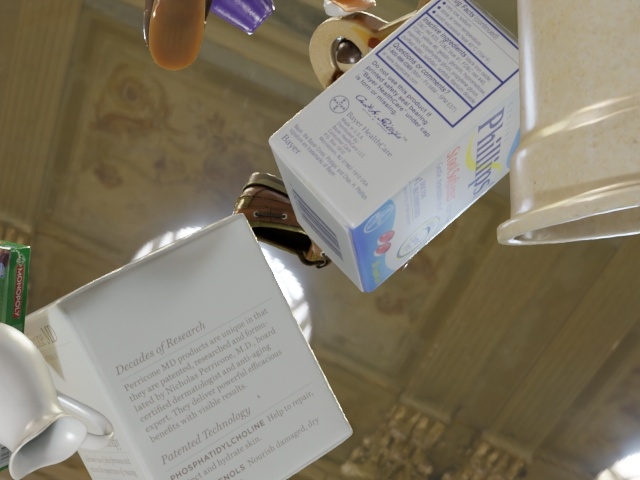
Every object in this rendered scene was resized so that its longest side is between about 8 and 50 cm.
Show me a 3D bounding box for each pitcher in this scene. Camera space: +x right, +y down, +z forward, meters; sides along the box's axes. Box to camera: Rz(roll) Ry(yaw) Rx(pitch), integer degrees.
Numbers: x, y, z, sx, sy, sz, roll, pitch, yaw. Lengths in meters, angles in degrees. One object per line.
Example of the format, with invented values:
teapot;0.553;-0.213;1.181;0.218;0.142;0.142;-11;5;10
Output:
pitcher;-0.364;0.192;1.332;0.207;0.125;0.178;39;-167;29

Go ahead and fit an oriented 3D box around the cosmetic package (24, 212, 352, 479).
cosmetic package;-0.226;0.217;1.714;0.327;0.329;0.393;-29;-86;-29

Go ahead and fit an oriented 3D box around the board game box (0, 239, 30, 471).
board game box;-0.515;0.145;1.509;0.214;0.317;0.046;12;-169;22

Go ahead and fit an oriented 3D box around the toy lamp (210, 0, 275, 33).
toy lamp;-0.169;-0.368;1.333;0.275;0.080;0.080;45;-142;-12

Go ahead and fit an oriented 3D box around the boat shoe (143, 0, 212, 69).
boat shoe;-0.127;-0.267;1.026;0.073;0.207;0.073;13;-146;-18

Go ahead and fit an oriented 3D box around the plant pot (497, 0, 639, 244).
plant pot;0.269;-0.173;0.758;0.334;0.334;0.305;-5;-96;-32

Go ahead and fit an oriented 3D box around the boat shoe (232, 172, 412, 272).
boat shoe;0.000;0.000;1.788;0.307;0.110;0.104;21;-125;0

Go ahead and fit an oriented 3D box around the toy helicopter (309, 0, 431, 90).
toy helicopter;0.095;-0.303;1.589;0.140;0.355;0.235;-32;-82;-32

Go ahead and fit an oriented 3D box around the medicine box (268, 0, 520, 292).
medicine box;0.105;-0.111;1.303;0.289;0.263;0.149;-40;-108;-7
